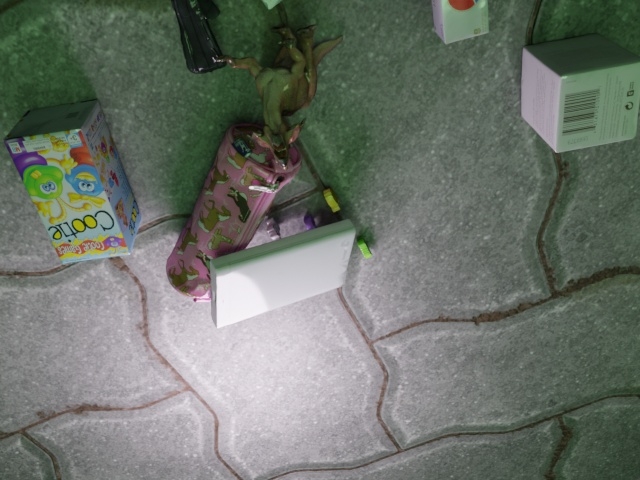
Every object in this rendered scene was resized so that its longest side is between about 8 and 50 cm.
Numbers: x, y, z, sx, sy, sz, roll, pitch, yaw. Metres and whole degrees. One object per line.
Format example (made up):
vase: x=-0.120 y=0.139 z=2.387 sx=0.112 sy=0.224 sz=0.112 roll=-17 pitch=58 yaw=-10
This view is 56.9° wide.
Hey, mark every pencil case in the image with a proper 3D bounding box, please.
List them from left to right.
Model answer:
pencil case: x=-0.186 y=-0.049 z=1.209 sx=0.160 sy=0.167 sz=0.386 roll=30 pitch=120 yaw=-4

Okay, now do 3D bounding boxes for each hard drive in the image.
hard drive: x=-0.081 y=0.071 z=1.252 sx=0.307 sy=0.040 sz=0.203 roll=-16 pitch=143 yaw=-23

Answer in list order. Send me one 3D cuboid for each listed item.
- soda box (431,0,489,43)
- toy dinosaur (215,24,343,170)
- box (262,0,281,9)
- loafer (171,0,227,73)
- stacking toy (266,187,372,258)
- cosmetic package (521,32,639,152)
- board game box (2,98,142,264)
soda box: x=0.202 y=-0.415 z=0.883 sx=0.073 sy=0.069 sz=0.216 roll=-13 pitch=126 yaw=3
toy dinosaur: x=-0.056 y=-0.264 z=1.056 sx=0.127 sy=0.296 sz=0.200 roll=5 pitch=127 yaw=33
box: x=-0.085 y=-0.508 z=0.984 sx=0.145 sy=0.038 sz=0.186 roll=-31 pitch=121 yaw=15
loafer: x=-0.214 y=-0.400 z=1.026 sx=0.078 sy=0.076 sz=0.223 roll=-11 pitch=130 yaw=-5
stacking toy: x=0.000 y=0.000 z=1.338 sx=0.167 sy=0.052 sz=0.221 roll=-26 pitch=124 yaw=12
cosmetic package: x=0.483 y=-0.281 z=1.113 sx=0.151 sy=0.184 sz=0.151 roll=-10 pitch=125 yaw=2
board game box: x=-0.470 y=-0.111 z=1.153 sx=0.142 sy=0.144 sz=0.275 roll=-9 pitch=124 yaw=1
